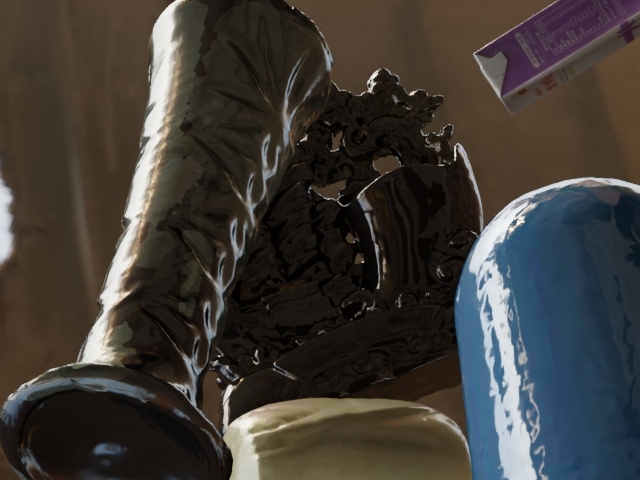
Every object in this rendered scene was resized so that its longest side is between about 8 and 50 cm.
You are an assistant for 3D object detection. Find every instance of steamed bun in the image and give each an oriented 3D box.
[{"bbox_3d":[0.005,0.193,1.155,0.170,0.238,0.152,1,-157,-12],"label":"steamed bun"}]

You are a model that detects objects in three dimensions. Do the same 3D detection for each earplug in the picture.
[{"bbox_3d":[0.114,0.095,0.676,0.132,0.132,0.273,9,-130,-20],"label":"earplug"}]

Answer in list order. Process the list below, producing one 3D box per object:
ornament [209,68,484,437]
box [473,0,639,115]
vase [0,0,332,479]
[{"bbox_3d":[0.000,0.000,1.302,0.251,0.106,0.260,-21,-113,-6],"label":"ornament"},{"bbox_3d":[0.153,-0.125,1.142,0.117,0.050,0.036,-31,-106,6],"label":"box"},{"bbox_3d":[-0.037,0.000,0.506,0.059,0.059,0.167,23,-140,-8],"label":"vase"}]
